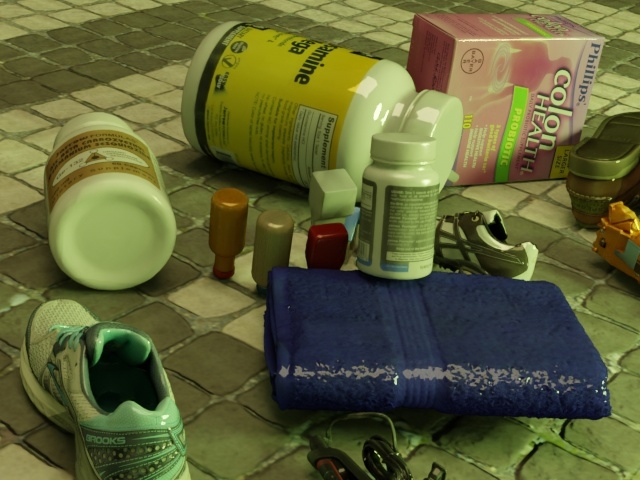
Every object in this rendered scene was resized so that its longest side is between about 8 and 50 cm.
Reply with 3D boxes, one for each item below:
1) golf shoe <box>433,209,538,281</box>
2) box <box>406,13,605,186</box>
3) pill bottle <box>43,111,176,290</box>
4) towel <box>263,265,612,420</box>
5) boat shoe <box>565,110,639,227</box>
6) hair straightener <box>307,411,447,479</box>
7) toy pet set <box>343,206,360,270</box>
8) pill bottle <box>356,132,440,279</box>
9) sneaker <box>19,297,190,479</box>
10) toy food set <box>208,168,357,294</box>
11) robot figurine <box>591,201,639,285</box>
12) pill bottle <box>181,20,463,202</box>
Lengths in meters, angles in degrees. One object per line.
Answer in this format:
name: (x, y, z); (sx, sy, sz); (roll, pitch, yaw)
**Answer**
golf shoe: (0.158, -0.004, 1.216); (0.198, 0.093, 0.077); (35, 10, 28)
box: (0.245, -0.198, 1.513); (0.243, 0.213, 0.117); (-5, 29, -25)
pill bottle: (-0.239, -0.054, 1.197); (0.131, 0.131, 0.229); (-1, 28, -16)
towel: (0.100, 0.104, 1.037); (0.308, 0.076, 0.227); (3, 25, -5)
boat shoe: (0.426, -0.104, 1.505); (0.111, 0.104, 0.307); (18, 29, 38)
hair straightener: (0.059, 0.205, 0.858); (0.089, 0.047, 0.230); (-24, 29, -12)
toy pet set: (0.059, -0.009, 1.258); (0.114, 0.065, 0.122); (13, 27, 11)
pill bottle: (0.079, -0.036, 1.081); (0.078, 0.137, 0.078); (4, 14, -1)
sneaker: (-0.174, 0.109, 0.904); (0.110, 0.122, 0.283); (-8, 31, -29)
toy food set: (0.000, 0.000, 1.177); (0.232, 0.104, 0.111); (-9, 41, -21)
robot figurine: (0.474, 0.038, 1.255); (0.211, 0.085, 0.291); (-16, 35, -37)
pill bottle: (0.004, -0.159, 1.403); (0.334, 0.187, 0.188); (18, 29, 20)
